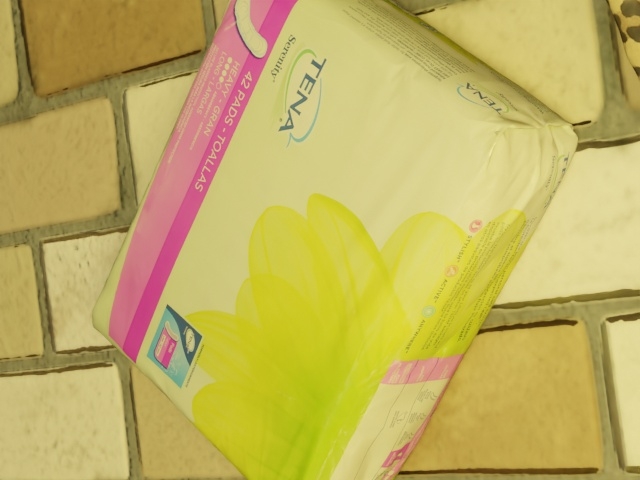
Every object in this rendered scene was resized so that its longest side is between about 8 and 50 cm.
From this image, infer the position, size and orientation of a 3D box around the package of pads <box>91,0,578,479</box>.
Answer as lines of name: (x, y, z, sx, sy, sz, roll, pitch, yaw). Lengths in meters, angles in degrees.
package of pads: (0.000, 0.000, 0.916, 0.229, 0.101, 0.296, 40, 117, 30)

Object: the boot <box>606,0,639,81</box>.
boot: (0.250, -0.242, 0.678, 0.284, 0.138, 0.377, -17, 88, 39)
